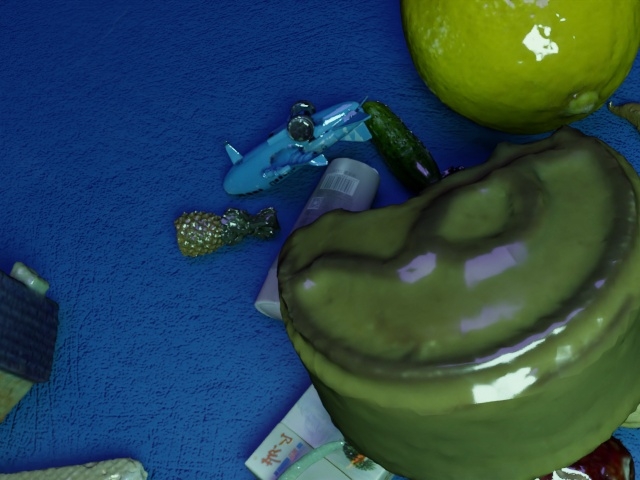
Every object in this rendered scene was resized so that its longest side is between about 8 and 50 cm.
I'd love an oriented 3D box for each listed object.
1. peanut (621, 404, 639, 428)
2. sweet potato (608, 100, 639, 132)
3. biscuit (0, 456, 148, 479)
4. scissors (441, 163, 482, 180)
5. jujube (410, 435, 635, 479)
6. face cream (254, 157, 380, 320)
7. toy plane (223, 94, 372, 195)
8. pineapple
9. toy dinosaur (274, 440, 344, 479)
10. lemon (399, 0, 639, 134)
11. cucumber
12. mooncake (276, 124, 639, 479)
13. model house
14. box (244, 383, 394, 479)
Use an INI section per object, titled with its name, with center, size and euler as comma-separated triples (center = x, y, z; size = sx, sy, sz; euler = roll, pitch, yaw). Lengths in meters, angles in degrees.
[peanut]
center = 0.343, 0.148, 0.922
size = 0.291, 0.143, 0.159
euler = -4, 64, 14
[sweet potato]
center = 0.523, -0.166, 1.133
size = 0.068, 0.060, 0.206
euler = -9, 38, -35
[biscuit]
center = -0.433, 0.370, 0.958
size = 0.426, 0.078, 0.144
euler = -7, 41, 6
[scissors]
center = 0.225, 0.012, 1.101
size = 0.109, 0.022, 0.300
euler = -4, 58, 13
[jujube]
center = 0.221, 0.271, 0.844
size = 0.243, 0.183, 0.183
euler = 0, 57, 31
[face cream]
center = 0.000, 0.000, 1.121
size = 0.107, 0.073, 0.269
euler = 10, 60, 30
[toy plane]
center = -0.043, -0.151, 1.189
size = 0.271, 0.105, 0.254
euler = -21, 23, 11
[pineapple]
center = -0.143, -0.018, 1.166
size = 0.159, 0.074, 0.074
euler = -10, 57, -1
[toy dinosaur]
center = -0.114, 0.377, 0.878
size = 0.393, 0.092, 0.205
euler = -41, 74, -10
[lemon]
center = 0.302, -0.315, 1.108
size = 0.364, 0.364, 0.364
euler = -5, 58, 8
[cucumber]
center = 0.121, -0.157, 1.201
size = 0.069, 0.069, 0.227
euler = -27, 54, -6
[mooncake]
center = 0.160, 0.053, 0.820
size = 0.394, 0.246, 0.393
euler = -44, 40, -20
[model house]
center = -0.542, 0.113, 1.053
size = 0.312, 0.245, 0.280
euler = 37, 78, 21
[box]
center = 0.035, 0.249, 0.962
size = 0.149, 0.067, 0.233
euler = 31, 69, 29
